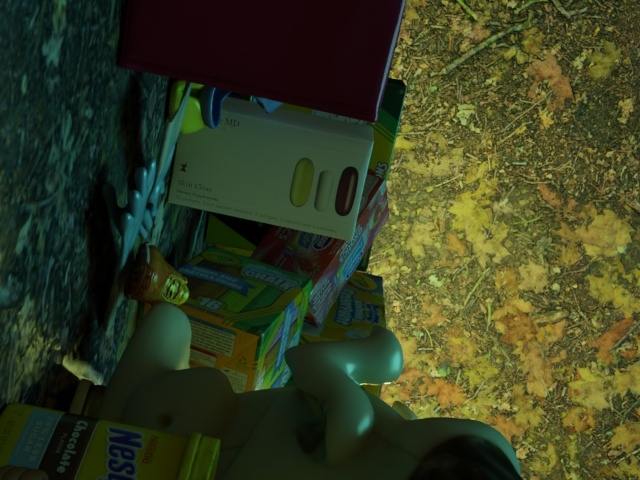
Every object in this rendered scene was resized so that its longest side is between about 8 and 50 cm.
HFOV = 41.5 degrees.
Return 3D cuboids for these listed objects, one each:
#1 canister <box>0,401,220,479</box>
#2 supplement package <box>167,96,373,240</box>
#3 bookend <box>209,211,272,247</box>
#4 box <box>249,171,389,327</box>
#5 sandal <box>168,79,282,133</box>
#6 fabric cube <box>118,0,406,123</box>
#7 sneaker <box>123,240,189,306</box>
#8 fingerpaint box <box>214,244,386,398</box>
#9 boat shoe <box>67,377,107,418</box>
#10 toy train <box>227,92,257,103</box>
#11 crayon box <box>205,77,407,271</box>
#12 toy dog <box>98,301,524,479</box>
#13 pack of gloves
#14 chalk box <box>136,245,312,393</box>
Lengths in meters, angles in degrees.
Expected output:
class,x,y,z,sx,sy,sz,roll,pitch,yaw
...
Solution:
class,x,y,z,sx,sy,sz,roll,pitch,yaw
canister,-0.174,0.197,0.646,0.073,0.170,0.126,101,0,-47
supplement package,-0.064,-0.115,1.227,0.204,0.262,0.145,-78,180,-76
bookend,-0.098,-0.083,1.452,0.156,0.157,0.072,-44,-163,26
box,0.000,0.000,1.425,0.256,0.128,0.122,-57,156,-23
sandal,-0.096,-0.283,1.064,0.126,0.138,0.317,-60,160,-84
fabric cube,-0.035,-0.290,0.848,0.259,0.254,0.258,-81,-176,-70
sneaker,-0.172,0.042,0.908,0.175,0.068,0.064,150,-39,-82
fingerpaint box,-0.068,0.166,1.608,0.445,0.371,0.163,-82,-177,-76
boat shoe,-0.224,0.257,0.936,0.324,0.097,0.116,102,1,-50
toy train,-0.129,-0.269,1.423,0.105,0.080,0.184,35,66,-83
crayon box,-0.032,-0.148,1.589,0.106,0.313,0.362,-89,-170,-72
toy dog,0.001,0.246,0.775,0.395,0.408,0.284,-59,146,-57
pack of gloves,-0.199,-0.044,0.892,0.232,0.046,0.195,118,-12,-51
chalk box,-0.130,0.130,1.241,0.289,0.180,0.179,-48,153,-67
